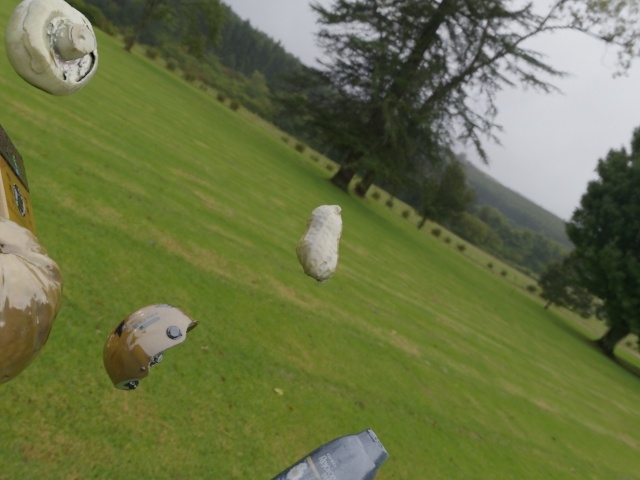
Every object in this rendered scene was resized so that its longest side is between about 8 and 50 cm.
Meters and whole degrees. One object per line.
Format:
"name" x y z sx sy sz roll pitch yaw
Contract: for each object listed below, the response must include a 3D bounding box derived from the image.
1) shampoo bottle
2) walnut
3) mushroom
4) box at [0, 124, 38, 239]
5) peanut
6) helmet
"shampoo bottle" -0.021 0.319 0.721 0.087 0.233 0.049 47 -12 47
"walnut" -0.403 0.075 0.666 0.213 0.213 0.213 29 12 -7
"mushroom" -0.413 -0.305 0.914 0.122 0.154 0.154 2 1 23
"box" -0.771 -0.076 1.381 0.264 0.115 0.416 112 -38 -68
"peanut" 0.000 0.000 1.252 0.099 0.099 0.214 27 49 -15
"helmet" -0.382 0.214 1.266 0.130 0.198 0.224 48 52 -5
